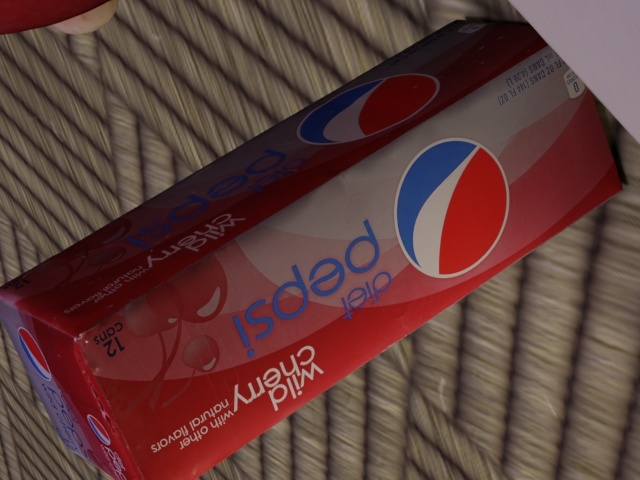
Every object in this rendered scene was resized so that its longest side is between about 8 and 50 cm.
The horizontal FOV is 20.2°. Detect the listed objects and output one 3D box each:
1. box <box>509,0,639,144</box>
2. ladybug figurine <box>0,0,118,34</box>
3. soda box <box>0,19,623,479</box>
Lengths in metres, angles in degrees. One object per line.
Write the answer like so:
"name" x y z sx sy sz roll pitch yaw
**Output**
"box" 0.158 -0.086 0.510 0.311 0.148 0.121 49 154 17
"ladybug figurine" -0.137 -0.265 0.714 0.162 0.305 0.449 17 144 30
"soda box" 0.000 0.000 0.770 0.092 0.263 0.083 18 136 57
